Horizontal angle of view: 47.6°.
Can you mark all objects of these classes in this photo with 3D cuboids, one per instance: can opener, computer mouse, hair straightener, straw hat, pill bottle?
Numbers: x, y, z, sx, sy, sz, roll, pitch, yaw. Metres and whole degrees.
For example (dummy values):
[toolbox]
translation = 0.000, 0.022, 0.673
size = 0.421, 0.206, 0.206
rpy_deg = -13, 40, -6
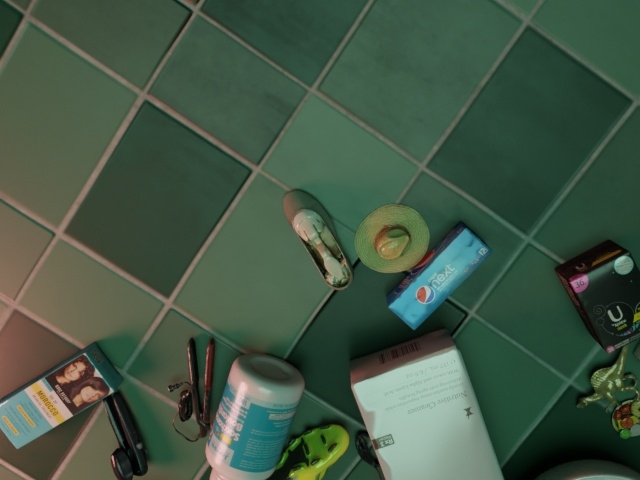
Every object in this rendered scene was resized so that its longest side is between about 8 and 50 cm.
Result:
[can opener]
translation = -0.395, 0.396, 1.472
size = 0.059, 0.073, 0.186
rpy_deg = -11, 94, 12
[computer mouse]
translation = 0.122, 0.502, 1.497
size = 0.071, 0.041, 0.241
rpy_deg = -20, 95, -14
[hair straightener]
translation = -0.260, 0.303, 1.458
size = 0.089, 0.047, 0.230
rpy_deg = 4, 108, 1
[straw hat]
translation = 0.136, 0.006, 1.363
size = 0.145, 0.061, 0.144
rpy_deg = 0, 103, 2
[pill bottle]
translation = -0.135, 0.364, 1.411
size = 0.146, 0.146, 0.263
rpy_deg = 18, 103, -3

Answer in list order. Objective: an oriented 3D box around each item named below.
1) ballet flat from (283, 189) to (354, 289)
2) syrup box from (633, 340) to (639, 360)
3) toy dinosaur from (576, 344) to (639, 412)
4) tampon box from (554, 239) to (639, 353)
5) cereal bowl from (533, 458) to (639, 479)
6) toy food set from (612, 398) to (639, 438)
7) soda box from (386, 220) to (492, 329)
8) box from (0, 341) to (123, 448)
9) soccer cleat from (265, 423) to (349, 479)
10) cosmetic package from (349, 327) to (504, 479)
[ballet flat]
translation = 0.000, 0.000, 1.361
size = 0.072, 0.068, 0.213
rpy_deg = -30, 101, 8
[syrup box]
translation = 0.739, 0.243, 1.387
size = 0.237, 0.093, 0.096
rpy_deg = 24, 102, -4
[toy dinosaur]
translation = 0.579, 0.273, 1.420
size = 0.093, 0.053, 0.183
rpy_deg = 29, 102, -4
[tampon box]
translation = 0.538, 0.102, 1.354
size = 0.121, 0.101, 0.161
rpy_deg = -30, 101, 7
[cereal bowl]
translation = 0.533, 0.582, 1.449
size = 0.339, 0.141, 0.338
rpy_deg = 0, 103, 1
[toy food set]
translation = 0.628, 0.358, 1.455
size = 0.083, 0.020, 0.082
rpy_deg = -19, 102, 5
[soda box]
translation = 0.221, 0.065, 1.371
size = 0.071, 0.067, 0.210
rpy_deg = 41, 101, -7
[box]
translation = -0.528, 0.311, 1.452
size = 0.244, 0.060, 0.100
rpy_deg = -31, 101, 8
[soccer cleat]
translation = -0.040, 0.487, 1.483
size = 0.289, 0.093, 0.121
rpy_deg = -46, 129, 6
[cosmetic package]
translation = 0.215, 0.389, 1.390
size = 0.217, 0.156, 0.384
rpy_deg = -21, 96, 4
